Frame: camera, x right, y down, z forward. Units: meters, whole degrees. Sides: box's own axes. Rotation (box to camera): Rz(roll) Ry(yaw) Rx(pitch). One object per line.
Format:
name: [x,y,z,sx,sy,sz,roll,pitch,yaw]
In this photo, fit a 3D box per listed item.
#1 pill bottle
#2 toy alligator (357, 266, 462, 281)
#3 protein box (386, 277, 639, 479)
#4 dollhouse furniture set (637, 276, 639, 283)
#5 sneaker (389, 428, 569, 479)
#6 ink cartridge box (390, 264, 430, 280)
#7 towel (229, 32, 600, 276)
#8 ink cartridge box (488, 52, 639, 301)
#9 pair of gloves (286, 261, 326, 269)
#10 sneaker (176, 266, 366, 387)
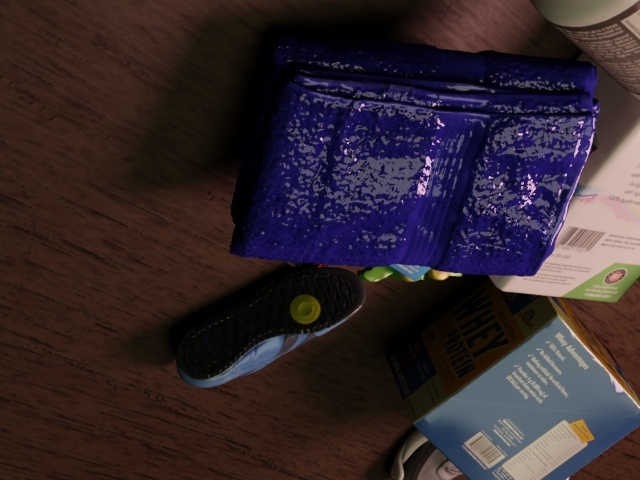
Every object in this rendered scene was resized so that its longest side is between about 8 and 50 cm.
pill bottle: [0.274,-0.230,1.413,0.162,0.162,0.278,-43,134,17]
toy alligator: [0.117,0.014,1.722,0.190,0.056,0.051,-3,96,-35]
protein box: [0.224,0.168,1.857,0.201,0.136,0.200,-39,120,10]
dollhouse furniture set: [0.473,-0.051,1.776,0.302,0.197,0.151,-26,147,-9]
sneaker: [0.213,0.268,2.021,0.268,0.153,0.101,-41,144,14]
ink cartridge box: [0.113,-0.065,1.586,0.191,0.082,0.140,-42,143,13]
towel: [0.085,-0.066,1.462,0.308,0.076,0.227,4,120,-15]
ink cartridge box: [0.302,-0.074,1.688,0.201,0.117,0.278,7,131,-43]
pair of gloves: [0.000,0.000,1.647,0.083,0.010,0.074,-40,146,18]
sneaker: [-0.052,0.089,1.677,0.209,0.069,0.082,-26,166,-5]
